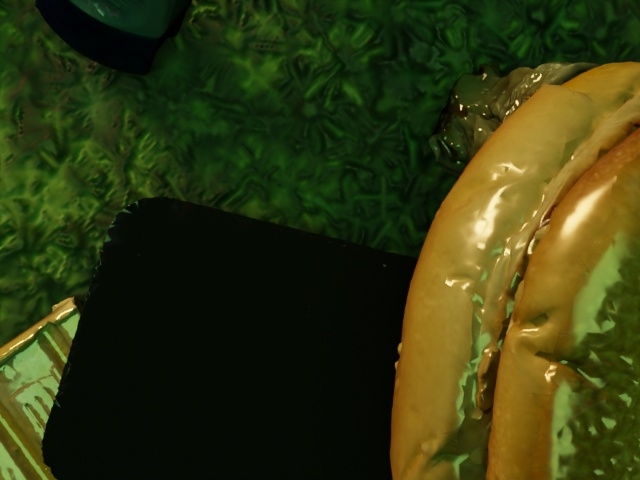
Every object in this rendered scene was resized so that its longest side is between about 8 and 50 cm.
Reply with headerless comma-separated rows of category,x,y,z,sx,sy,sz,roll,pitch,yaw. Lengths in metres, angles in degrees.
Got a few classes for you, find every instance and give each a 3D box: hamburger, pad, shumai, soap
hamburger,0.172,0.070,0.809,0.289,0.170,0.314,14,93,-35
pad,0.008,-0.002,0.895,0.250,0.055,0.323,15,82,-18
shumai,0.108,-0.046,0.891,0.099,0.087,0.124,-40,134,-27
soap,-0.098,0.155,0.916,0.092,0.037,0.252,-37,92,0

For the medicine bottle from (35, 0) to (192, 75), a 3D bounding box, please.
medicine bottle,-0.056,-0.215,0.877,0.079,0.124,0.258,32,80,3
